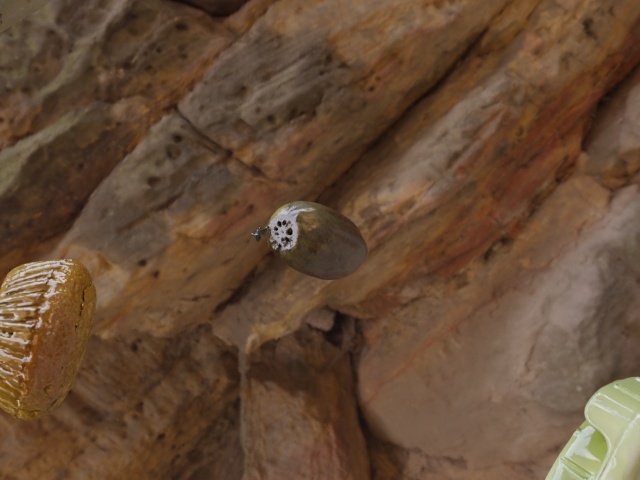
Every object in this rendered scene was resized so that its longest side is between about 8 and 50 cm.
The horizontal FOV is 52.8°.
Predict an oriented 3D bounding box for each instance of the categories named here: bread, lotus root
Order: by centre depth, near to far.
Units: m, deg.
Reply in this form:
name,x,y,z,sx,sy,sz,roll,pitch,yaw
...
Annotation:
name,x,y,z,sx,sy,sz,roll,pitch,yaw
bread,-0.406,0.134,0.924,0.240,0.139,0.239,-164,90,-76
lotus root,0.000,0.000,1.126,0.123,0.124,0.241,-49,-30,15

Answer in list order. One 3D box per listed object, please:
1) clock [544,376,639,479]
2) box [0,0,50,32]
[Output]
name,x,y,z,sx,sy,sz,roll,pitch,yaw
clock,0.375,0.338,0.871,0.235,0.096,0.307,8,-73,-51
box,-0.264,-0.159,0.468,0.167,0.024,0.090,-38,13,-10
